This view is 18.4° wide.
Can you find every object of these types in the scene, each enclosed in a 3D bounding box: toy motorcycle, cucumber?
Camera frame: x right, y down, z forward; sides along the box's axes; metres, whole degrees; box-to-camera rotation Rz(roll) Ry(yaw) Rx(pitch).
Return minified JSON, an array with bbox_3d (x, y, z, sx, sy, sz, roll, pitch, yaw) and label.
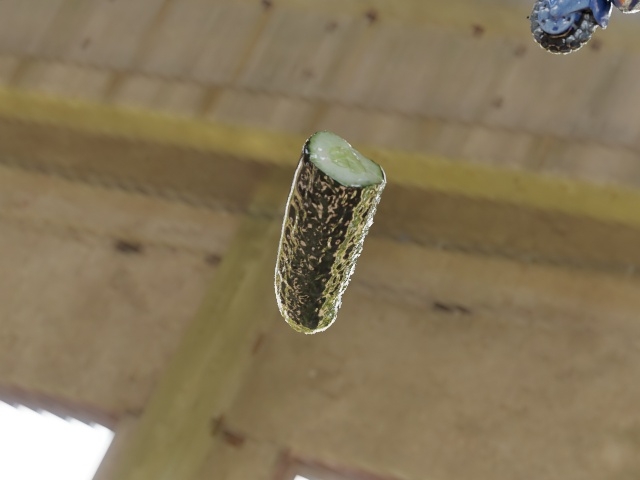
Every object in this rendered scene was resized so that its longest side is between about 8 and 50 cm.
[{"bbox_3d":[0.209,-0.240,1.466,0.114,0.205,0.076,-2,-12,33],"label":"toy motorcycle"},{"bbox_3d":[0.001,0.001,1.658,0.074,0.074,0.241,24,-37,5],"label":"cucumber"}]
